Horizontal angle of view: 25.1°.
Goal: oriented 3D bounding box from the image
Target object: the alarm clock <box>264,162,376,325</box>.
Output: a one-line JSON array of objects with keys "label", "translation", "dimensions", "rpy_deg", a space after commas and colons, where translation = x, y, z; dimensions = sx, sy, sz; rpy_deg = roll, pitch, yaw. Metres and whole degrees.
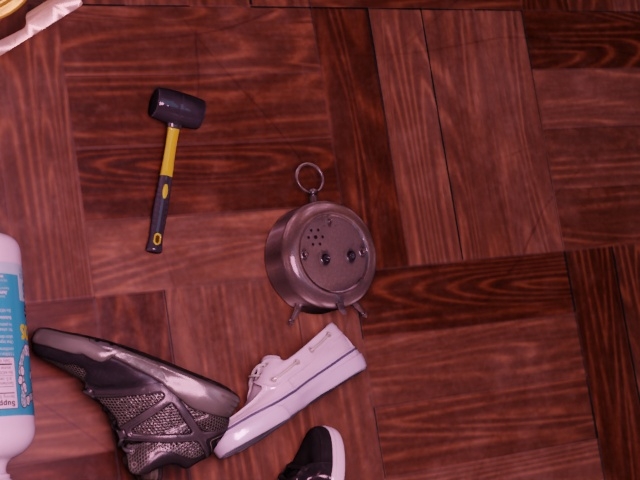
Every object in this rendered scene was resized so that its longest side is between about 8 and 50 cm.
[{"label": "alarm clock", "translation": [0.000, 0.000, 1.694], "dimensions": [0.129, 0.064, 0.192], "rpy_deg": [-5, 79, -31]}]

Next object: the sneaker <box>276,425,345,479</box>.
[{"label": "sneaker", "translation": [-0.053, 0.295, 1.586], "dimensions": [0.121, 0.079, 0.217], "rpy_deg": [24, 70, -25]}]

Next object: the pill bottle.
[{"label": "pill bottle", "translation": [-0.358, 0.129, 1.408], "dimensions": [0.146, 0.146, 0.264], "rpy_deg": [-1, 81, -30]}]

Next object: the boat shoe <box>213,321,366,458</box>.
[{"label": "boat shoe", "translation": [-0.049, 0.167, 1.628], "dimensions": [0.226, 0.083, 0.076], "rpy_deg": [-28, 80, -41]}]

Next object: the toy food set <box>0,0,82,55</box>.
[{"label": "toy food set", "translation": [-0.371, -0.300, 1.545], "dimensions": [0.128, 0.071, 0.218], "rpy_deg": [-41, 99, -6]}]

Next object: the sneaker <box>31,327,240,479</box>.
[{"label": "sneaker", "translation": [-0.211, 0.176, 1.514], "dimensions": [0.227, 0.087, 0.130], "rpy_deg": [25, 85, -10]}]

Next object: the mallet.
[{"label": "mallet", "translation": [-0.165, -0.078, 1.631], "dimensions": [0.062, 0.039, 0.189], "rpy_deg": [5, 81, -26]}]
